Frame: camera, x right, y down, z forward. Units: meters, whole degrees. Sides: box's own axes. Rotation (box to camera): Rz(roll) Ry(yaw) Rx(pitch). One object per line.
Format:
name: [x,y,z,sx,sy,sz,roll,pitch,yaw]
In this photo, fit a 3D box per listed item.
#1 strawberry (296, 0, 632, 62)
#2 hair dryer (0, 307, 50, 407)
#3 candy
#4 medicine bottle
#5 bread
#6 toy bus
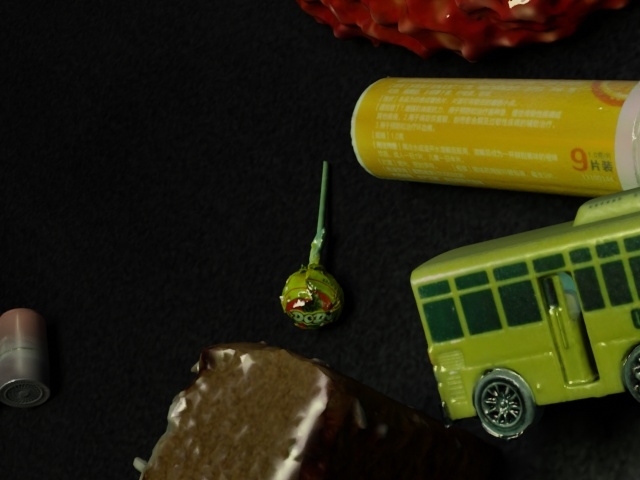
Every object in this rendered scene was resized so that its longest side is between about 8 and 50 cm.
strawberry: [0.071,-0.241,0.942,0.336,0.149,0.265,-12,62,40]
hair dryer: [-0.235,0.103,1.130,0.114,0.037,0.063,-39,44,31]
candy: [0.000,0.000,0.970,0.035,0.035,0.123,-32,39,42]
medicine bottle: [0.112,-0.057,0.860,0.218,0.074,0.074,7,74,46]
bread: [-0.064,0.259,0.787,0.113,0.165,0.417,19,81,45]
toy bus: [0.138,0.030,0.753,0.175,0.088,0.101,-15,91,37]
